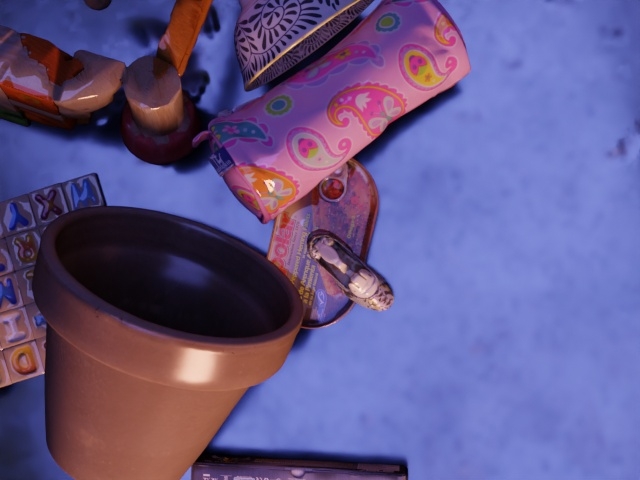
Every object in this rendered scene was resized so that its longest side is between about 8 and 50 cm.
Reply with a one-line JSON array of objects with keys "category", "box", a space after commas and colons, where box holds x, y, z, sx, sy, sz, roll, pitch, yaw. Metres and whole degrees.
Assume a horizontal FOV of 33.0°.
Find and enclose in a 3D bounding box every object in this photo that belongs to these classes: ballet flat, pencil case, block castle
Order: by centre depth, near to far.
[{"category": "pencil case", "box": [0.013, -0.140, 1.100, 0.284, 0.124, 0.124, -36, 87, -7]}, {"category": "block castle", "box": [-0.303, -0.279, 1.110, 0.453, 0.213, 0.303, 19, 79, -2]}, {"category": "ballet flat", "box": [0.028, 0.033, 1.123, 0.114, 0.041, 0.041, 42, 92, 4]}]

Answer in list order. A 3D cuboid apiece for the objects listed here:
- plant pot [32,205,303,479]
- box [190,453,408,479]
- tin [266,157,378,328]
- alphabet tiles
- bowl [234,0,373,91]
[{"category": "plant pot", "box": [-0.178, 0.123, 1.082, 0.263, 0.263, 0.229, 24, 111, 4]}, {"category": "box", "box": [-0.025, 0.327, 1.148, 0.231, 0.056, 0.183, 2, 90, 5]}, {"category": "tin", "box": [0.000, 0.000, 1.163, 0.106, 0.040, 0.189, 14, 90, 0]}, {"category": "alphabet tiles", "box": [-0.333, 0.053, 1.201, 0.237, 0.009, 0.198, -17, 88, 3]}, {"category": "bowl", "box": [-0.030, -0.233, 1.098, 0.170, 0.170, 0.080, -35, 93, 3]}]
